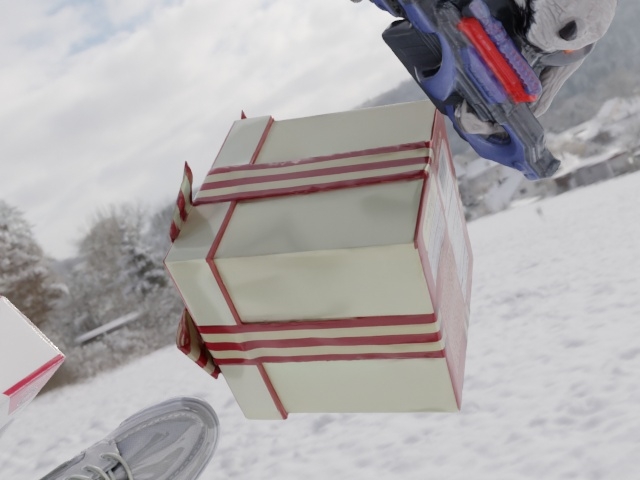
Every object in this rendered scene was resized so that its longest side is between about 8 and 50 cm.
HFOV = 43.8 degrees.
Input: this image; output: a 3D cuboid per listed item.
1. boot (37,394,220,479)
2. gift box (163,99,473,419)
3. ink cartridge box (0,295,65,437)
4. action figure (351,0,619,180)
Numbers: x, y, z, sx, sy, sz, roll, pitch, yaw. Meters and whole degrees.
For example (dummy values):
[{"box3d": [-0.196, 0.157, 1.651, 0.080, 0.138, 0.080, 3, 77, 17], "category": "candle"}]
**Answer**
[{"box3d": [-0.192, 0.227, 0.685, 0.258, 0.095, 0.123, -37, -2, -17], "category": "boot"}, {"box3d": [0.000, 0.000, 0.785, 0.258, 0.276, 0.255, -6, 35, 19], "category": "gift box"}, {"box3d": [-0.387, 0.188, 0.776, 0.237, 0.100, 0.172, -47, -2, 24], "category": "ink cartridge box"}, {"box3d": [0.096, -0.225, 0.631, 0.178, 0.341, 0.330, -47, 37, -3], "category": "action figure"}]
